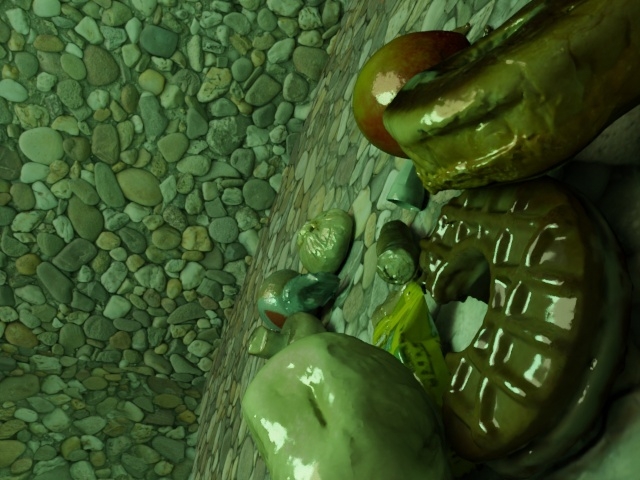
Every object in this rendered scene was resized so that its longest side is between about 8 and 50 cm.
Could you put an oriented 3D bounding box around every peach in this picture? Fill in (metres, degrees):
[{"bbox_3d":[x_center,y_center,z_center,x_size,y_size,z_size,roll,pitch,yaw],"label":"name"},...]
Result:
[{"bbox_3d":[0.175,-0.251,0.921,0.231,0.231,0.231,-163,90,-75],"label":"peach"}]

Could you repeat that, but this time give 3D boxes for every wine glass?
[{"bbox_3d":[0.190,-0.140,1.049,0.073,0.073,0.155,-158,89,-75],"label":"wine glass"}]

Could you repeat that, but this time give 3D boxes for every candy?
[{"bbox_3d":[0.139,0.215,0.791,0.187,0.081,0.297,122,151,-42],"label":"candy"}]

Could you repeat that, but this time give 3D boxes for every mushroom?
[{"bbox_3d":[-0.082,0.272,1.314,0.204,0.204,0.204,-163,90,-75],"label":"mushroom"}]

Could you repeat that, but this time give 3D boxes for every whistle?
[{"bbox_3d":[-0.062,0.159,1.425,0.348,0.189,0.189,-31,43,59],"label":"whistle"}]

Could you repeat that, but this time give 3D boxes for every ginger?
[{"bbox_3d":[0.144,0.111,0.971,0.173,0.051,0.069,-56,9,28],"label":"ginger"}]

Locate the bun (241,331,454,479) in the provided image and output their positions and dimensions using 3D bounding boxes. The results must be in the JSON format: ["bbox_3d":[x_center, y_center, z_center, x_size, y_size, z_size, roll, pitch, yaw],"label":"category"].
[{"bbox_3d":[0.056,0.279,0.633,0.361,0.213,0.361,57,164,25],"label":"bun"}]

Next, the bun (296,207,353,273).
[{"bbox_3d":[0.000,0.000,1.464,0.222,0.127,0.222,-162,90,-78],"label":"bun"}]

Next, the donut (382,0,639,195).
[{"bbox_3d":[0.232,-0.173,0.598,0.330,0.160,0.330,-33,9,6],"label":"donut"}]

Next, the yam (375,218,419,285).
[{"bbox_3d":[0.133,0.014,0.928,0.071,0.067,0.317,-33,5,12],"label":"yam"}]

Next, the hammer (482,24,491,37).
[{"bbox_3d":[0.294,-0.354,1.022,0.029,0.014,0.123,-78,10,-55],"label":"hammer"}]

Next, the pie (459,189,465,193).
[{"bbox_3d":[0.272,-0.146,0.792,0.195,0.046,0.195,-159,90,-75],"label":"pie"}]

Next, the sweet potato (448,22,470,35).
[{"bbox_3d":[0.251,-0.415,1.161,0.206,0.060,0.068,-20,88,60],"label":"sweet potato"}]

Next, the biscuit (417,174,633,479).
[{"bbox_3d":[0.221,0.056,0.620,0.366,0.115,0.268,-91,24,-48],"label":"biscuit"}]
